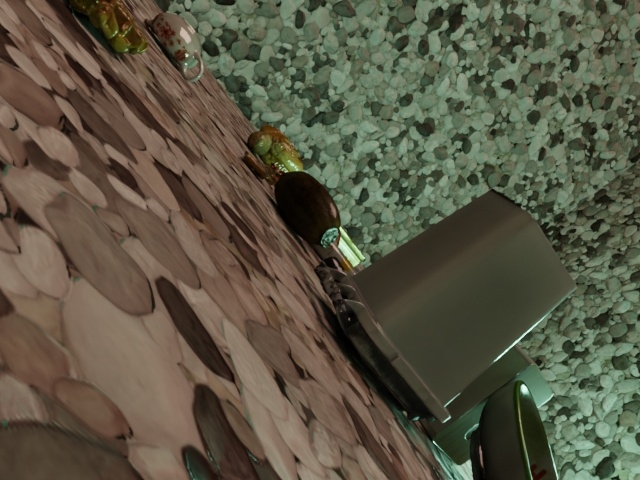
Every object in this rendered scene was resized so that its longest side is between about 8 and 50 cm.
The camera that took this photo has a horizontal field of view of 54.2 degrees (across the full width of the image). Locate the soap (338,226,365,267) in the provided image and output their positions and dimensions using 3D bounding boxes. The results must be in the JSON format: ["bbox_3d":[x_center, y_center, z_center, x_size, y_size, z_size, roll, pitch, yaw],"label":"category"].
[{"bbox_3d":[0.046,0.006,1.929,0.252,0.092,0.037,50,6,-40],"label":"soap"}]

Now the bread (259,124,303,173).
[{"bbox_3d":[-0.154,-0.321,2.299,0.198,0.120,0.236,49,6,-32],"label":"bread"}]

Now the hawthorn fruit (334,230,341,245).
[{"bbox_3d":[0.020,-0.011,1.794,0.093,0.093,0.093,53,4,-5],"label":"hawthorn fruit"}]

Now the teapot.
[{"bbox_3d":[-0.385,-0.536,1.706,0.246,0.116,0.159,61,-5,22],"label":"teapot"}]

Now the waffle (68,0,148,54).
[{"bbox_3d":[-0.354,-0.383,0.923,0.253,0.056,0.249,55,4,15],"label":"waffle"}]

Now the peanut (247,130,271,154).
[{"bbox_3d":[-0.201,-0.327,2.076,0.080,0.080,0.174,53,2,-5],"label":"peanut"}]

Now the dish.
[{"bbox_3d":[0.334,0.419,1.101,0.324,0.124,0.324,49,32,-46],"label":"dish"}]

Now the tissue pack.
[{"bbox_3d":[0.317,0.309,1.272,0.159,0.246,0.136,49,5,-41],"label":"tissue pack"}]

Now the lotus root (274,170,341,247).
[{"bbox_3d":[-0.034,-0.083,1.528,0.241,0.124,0.123,53,0,44],"label":"lotus root"}]

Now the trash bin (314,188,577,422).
[{"bbox_3d":[0.209,0.086,1.073,0.296,0.367,0.256,51,5,-19],"label":"trash bin"}]

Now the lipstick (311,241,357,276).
[{"bbox_3d":[0.000,0.000,1.676,0.264,0.059,0.059,52,4,-13],"label":"lipstick"}]

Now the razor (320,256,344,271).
[{"bbox_3d":[0.053,0.107,1.369,0.148,0.054,0.090,55,4,16],"label":"razor"}]

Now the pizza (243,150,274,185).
[{"bbox_3d":[-0.172,-0.196,1.642,0.123,0.026,0.109,47,4,-38],"label":"pizza"}]

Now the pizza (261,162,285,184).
[{"bbox_3d":[-0.109,-0.176,1.971,0.199,0.062,0.188,51,2,-13],"label":"pizza"}]
